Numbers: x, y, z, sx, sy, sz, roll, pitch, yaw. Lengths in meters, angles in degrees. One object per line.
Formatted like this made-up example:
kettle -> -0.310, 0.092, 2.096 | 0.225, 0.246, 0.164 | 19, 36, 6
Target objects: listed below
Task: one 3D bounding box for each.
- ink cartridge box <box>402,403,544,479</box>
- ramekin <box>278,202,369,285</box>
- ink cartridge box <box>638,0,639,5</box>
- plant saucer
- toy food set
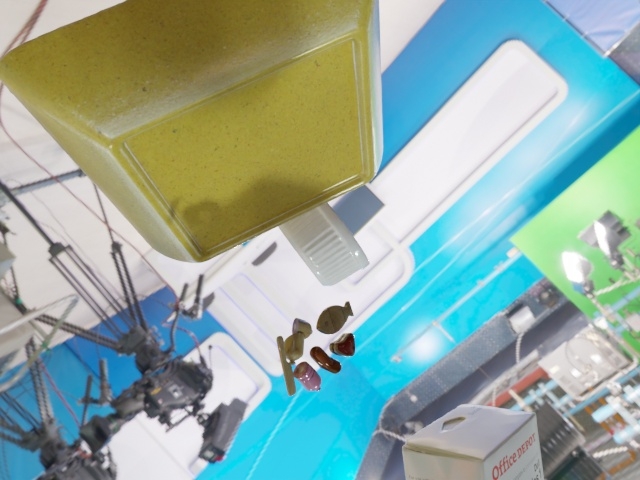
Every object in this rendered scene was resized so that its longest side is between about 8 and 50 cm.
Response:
ink cartridge box -> 0.174, 0.305, 0.565 | 0.093, 0.219, 0.160 | -8, 178, 39
ramekin -> 0.000, 0.000, 1.119 | 0.109, 0.207, 0.207 | -37, 175, -1
ink cartridge box -> 0.138, -0.159, 0.170 | 0.056, 0.171, 0.235 | -14, -179, 21
plant saucer -> -0.068, -0.103, 0.543 | 0.333, 0.081, 0.332 | -26, 153, -6
toy food set -> -0.003, 0.110, 0.537 | 0.019, 0.077, 0.122 | -14, 178, 38
